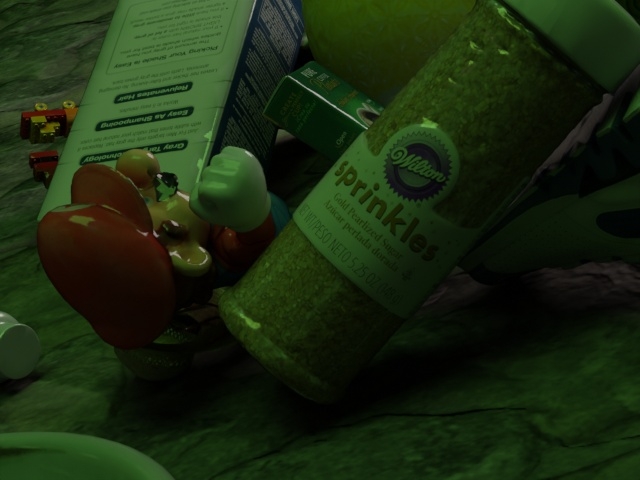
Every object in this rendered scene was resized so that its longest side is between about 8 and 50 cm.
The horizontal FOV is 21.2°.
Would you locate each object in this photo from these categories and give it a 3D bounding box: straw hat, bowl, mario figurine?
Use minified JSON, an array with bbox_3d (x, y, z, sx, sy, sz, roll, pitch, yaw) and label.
[{"bbox_3d":[-0.134,0.080,1.391,0.144,0.061,0.144,11,28,-6],"label":"straw hat"},{"bbox_3d":[0.119,-0.166,1.646,0.289,0.289,0.156,-6,66,27],"label":"bowl"},{"bbox_3d":[-0.081,-0.027,1.351,0.320,0.198,0.170,-6,46,-42],"label":"mario figurine"}]

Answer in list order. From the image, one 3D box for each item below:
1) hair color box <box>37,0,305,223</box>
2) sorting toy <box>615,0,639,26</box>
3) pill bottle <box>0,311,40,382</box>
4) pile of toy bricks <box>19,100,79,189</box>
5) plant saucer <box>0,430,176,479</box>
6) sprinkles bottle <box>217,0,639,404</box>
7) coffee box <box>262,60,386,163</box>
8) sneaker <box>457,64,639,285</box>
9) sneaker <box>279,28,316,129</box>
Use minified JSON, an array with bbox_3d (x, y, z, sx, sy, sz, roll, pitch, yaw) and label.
[{"bbox_3d":[-0.137,-0.126,1.677,0.174,0.105,0.347,-7,47,24],"label":"hair color box"},{"bbox_3d":[0.309,-0.218,1.791,0.365,0.127,0.126,-1,49,40],"label":"sorting toy"},{"bbox_3d":[-0.297,0.091,1.485,0.116,0.065,0.065,3,28,43],"label":"pill bottle"},{"bbox_3d":[-0.217,-0.093,1.873,0.212,0.118,0.105,-7,45,-21],"label":"pile of toy bricks"},{"bbox_3d":[-0.252,0.254,0.984,0.400,0.100,0.400,-15,22,6],"label":"plant saucer"},{"bbox_3d":[0.080,-0.046,1.235,0.355,0.121,0.121,-50,19,9],"label":"sprinkles bottle"},{"bbox_3d":[0.048,-0.074,1.362,0.040,0.184,0.113,-57,-1,17],"label":"coffee box"},{"bbox_3d":[0.247,-0.019,1.274,0.315,0.182,0.127,-40,12,50],"label":"sneaker"},{"bbox_3d":[0.059,-0.274,1.860,0.410,0.158,0.182,-33,51,7],"label":"sneaker"}]
